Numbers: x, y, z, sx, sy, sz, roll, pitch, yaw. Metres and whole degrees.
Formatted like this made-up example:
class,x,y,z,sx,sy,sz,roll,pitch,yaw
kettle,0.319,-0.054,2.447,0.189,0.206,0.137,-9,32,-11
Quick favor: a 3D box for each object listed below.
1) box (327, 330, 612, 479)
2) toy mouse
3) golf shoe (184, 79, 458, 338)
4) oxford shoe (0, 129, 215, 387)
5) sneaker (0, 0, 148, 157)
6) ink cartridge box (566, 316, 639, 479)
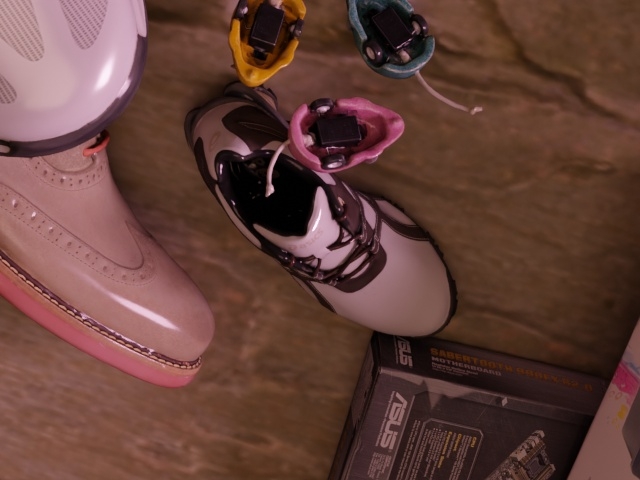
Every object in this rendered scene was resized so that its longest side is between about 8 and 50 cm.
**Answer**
class,x,y,z,sx,sy,sz,roll,pitch,yaw
box,0.090,0.182,1.150,0.183,0.056,0.231,12,112,-8
toy mouse,0.016,-0.086,1.015,0.143,0.161,0.031,14,157,-9
golf shoe,0.000,0.000,1.052,0.198,0.094,0.077,40,106,-17
oxford shoe,-0.159,-0.065,1.008,0.130,0.123,0.348,-39,110,8
sneaker,-0.235,-0.224,0.808,0.169,0.257,0.447,-37,96,-5
ink cartridge box,0.275,0.093,1.045,0.207,0.119,0.353,7,115,-34
